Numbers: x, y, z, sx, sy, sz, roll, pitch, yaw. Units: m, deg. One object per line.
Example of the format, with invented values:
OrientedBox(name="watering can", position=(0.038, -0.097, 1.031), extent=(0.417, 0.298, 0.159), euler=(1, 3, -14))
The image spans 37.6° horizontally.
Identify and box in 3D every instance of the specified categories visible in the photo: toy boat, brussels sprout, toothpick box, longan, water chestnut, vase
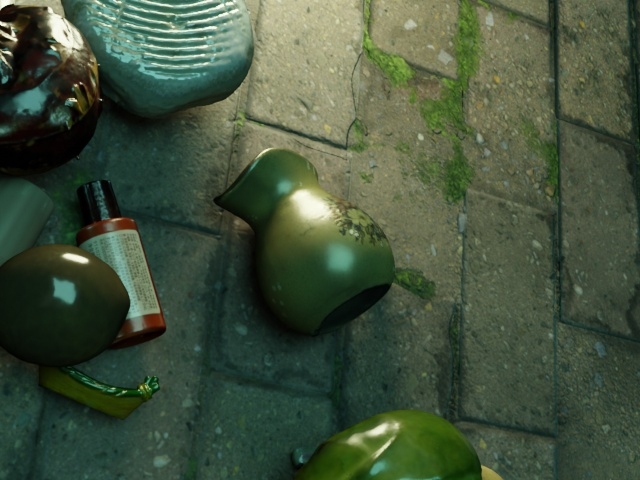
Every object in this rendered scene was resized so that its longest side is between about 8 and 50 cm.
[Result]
OrientedBox(name="toy boat", position=(-0.369, 0.212, 1.480), extent=(0.230, 0.089, 0.088), euler=(24, 77, -4))
OrientedBox(name="brussels sprout", position=(0.089, 0.430, 1.482), extent=(0.371, 0.315, 0.275), euler=(-32, 78, -5))
OrientedBox(name="toothpick box", position=(-0.510, -0.003, 1.482), extent=(0.111, 0.111, 0.180), euler=(30, 60, -14))
OrientedBox(name="longan", position=(-0.389, 0.098, 1.397), extent=(0.212, 0.198, 0.198), euler=(27, 59, -35))
OrientedBox(name="water chestnut", position=(-0.487, -0.254, 1.472), extent=(0.300, 0.300, 0.299), euler=(10, 67, -23))
OrientedBox(name="vase", position=(0.000, 0.000, 1.696), extent=(0.329, 0.241, 0.302), euler=(-6, 57, -57))

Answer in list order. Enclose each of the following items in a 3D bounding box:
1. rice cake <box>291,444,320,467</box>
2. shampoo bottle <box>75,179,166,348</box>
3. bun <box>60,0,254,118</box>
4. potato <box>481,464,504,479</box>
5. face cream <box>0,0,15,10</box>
OrientedBox(name="rice cake", position=(0.044, 0.374, 1.658), extent=(0.208, 0.033, 0.033), euler=(-1, 62, -28))
OrientedBox(name="shampoo bottle", position=(-0.341, 0.034, 1.556), extent=(0.104, 0.104, 0.278), euler=(-11, 76, -29))
OrientedBox(name="bun", position=(-0.295, -0.382, 1.687), extent=(0.355, 0.194, 0.354), euler=(8, 71, -23))
OrientedBox(name="potato", position=(0.263, 0.479, 1.681), extent=(0.235, 0.128, 0.161), euler=(25, 46, -11))
OrientedBox(name="face cream", position=(-0.581, -0.478, 1.650), extent=(0.082, 0.082, 0.268), euler=(0, 70, -26))
